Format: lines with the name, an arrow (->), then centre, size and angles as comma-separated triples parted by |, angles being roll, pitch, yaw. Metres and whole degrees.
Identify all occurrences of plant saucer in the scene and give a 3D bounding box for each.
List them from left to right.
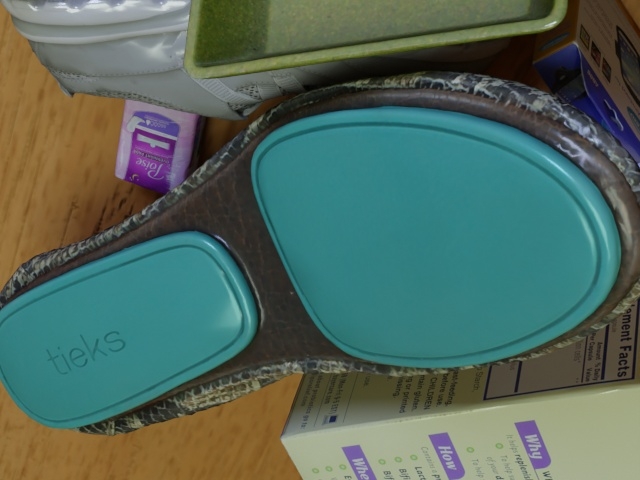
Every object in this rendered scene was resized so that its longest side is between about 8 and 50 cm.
plant saucer -> 0.034, -0.164, 0.660 | 0.188, 0.188, 0.045 | -4, 159, 24

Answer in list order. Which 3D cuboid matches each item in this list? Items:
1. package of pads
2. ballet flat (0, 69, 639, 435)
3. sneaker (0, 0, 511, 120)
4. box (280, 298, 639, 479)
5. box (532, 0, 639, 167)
package of pads -> -0.099, -0.070, 0.856 | 0.050, 0.032, 0.083 | 20, 128, 6
ballet flat -> 0.000, 0.000, 0.783 | 0.483, 0.182, 0.164 | -19, 99, 42
sneaker -> -0.032, -0.123, 0.771 | 0.281, 0.105, 0.115 | 6, 147, 10
box -> 0.133, 0.152, 0.899 | 0.243, 0.117, 0.213 | -12, 121, 24
box -> 0.144, -0.089, 0.706 | 0.028, 0.136, 0.081 | -25, 114, 30
